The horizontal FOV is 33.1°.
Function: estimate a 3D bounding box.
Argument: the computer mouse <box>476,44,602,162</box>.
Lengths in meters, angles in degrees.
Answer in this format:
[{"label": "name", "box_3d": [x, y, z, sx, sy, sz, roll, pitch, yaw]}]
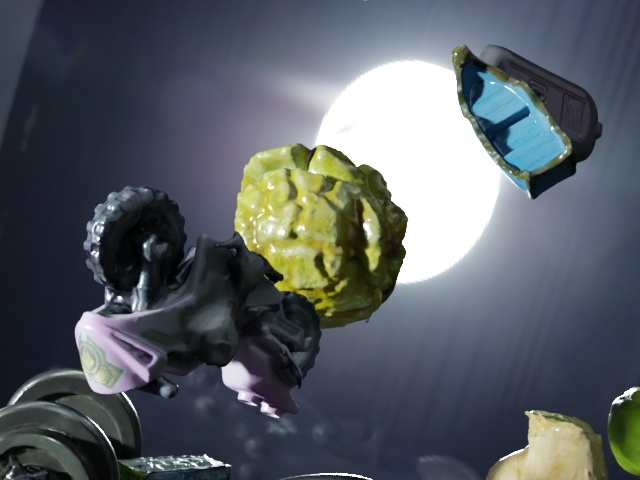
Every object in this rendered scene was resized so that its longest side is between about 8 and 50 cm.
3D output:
[{"label": "computer mouse", "box_3d": [0.286, -0.182, 1.454, 0.232, 0.120, 0.057, 18, 164, -32]}]

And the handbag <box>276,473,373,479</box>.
[{"label": "handbag", "box_3d": [-0.028, 0.377, 1.302, 0.253, 0.308, 0.093, 6, -126, -24]}]

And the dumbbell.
[{"label": "dumbbell", "box_3d": [-0.325, 0.268, 1.320, 0.192, 0.192, 0.290, 17, -172, 1]}]

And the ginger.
[{"label": "ginger", "box_3d": [0.327, 0.337, 1.530, 0.138, 0.267, 0.152, -1, -130, -25]}]

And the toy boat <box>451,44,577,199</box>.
[{"label": "toy boat", "box_3d": [0.187, -0.126, 1.080, 0.185, 0.075, 0.077, 62, -178, 41]}]

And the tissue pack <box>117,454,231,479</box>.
[{"label": "tissue pack", "box_3d": [-0.205, 0.398, 1.384, 0.073, 0.236, 0.173, 9, 180, 36]}]

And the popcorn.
[{"label": "popcorn", "box_3d": [-0.008, 0.004, 1.580, 0.247, 0.282, 0.282, 0, -170, -12]}]

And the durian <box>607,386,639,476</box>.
[{"label": "durian", "box_3d": [0.391, 0.215, 1.194, 0.139, 0.101, 0.250, 5, 170, 2]}]

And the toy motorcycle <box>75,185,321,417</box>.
[{"label": "toy motorcycle", "box_3d": [-0.119, 0.090, 1.045, 0.143, 0.188, 0.327, 6, 157, 40]}]
